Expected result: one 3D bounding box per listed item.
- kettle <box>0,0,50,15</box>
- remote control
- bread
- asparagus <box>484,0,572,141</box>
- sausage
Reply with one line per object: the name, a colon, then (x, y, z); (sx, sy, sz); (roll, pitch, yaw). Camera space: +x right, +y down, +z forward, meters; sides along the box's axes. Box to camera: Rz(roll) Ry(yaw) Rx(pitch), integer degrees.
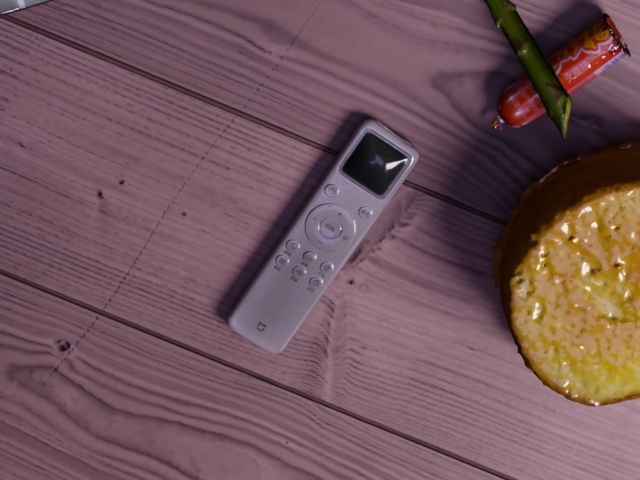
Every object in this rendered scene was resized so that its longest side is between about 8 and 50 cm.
kettle: (-0.298, -0.325, 1.369); (0.221, 0.161, 0.236); (-18, 106, -17)
remote control: (0.000, 0.000, 1.505); (0.067, 0.029, 0.261); (33, 109, -6)
bread: (0.285, 0.033, 1.429); (0.268, 0.145, 0.268); (2, 106, 7)
asparagus: (0.170, -0.195, 1.397); (0.027, 0.034, 0.236); (-32, 84, 18)
sausage: (0.215, -0.149, 1.425); (0.145, 0.048, 0.050); (-36, 64, 20)
